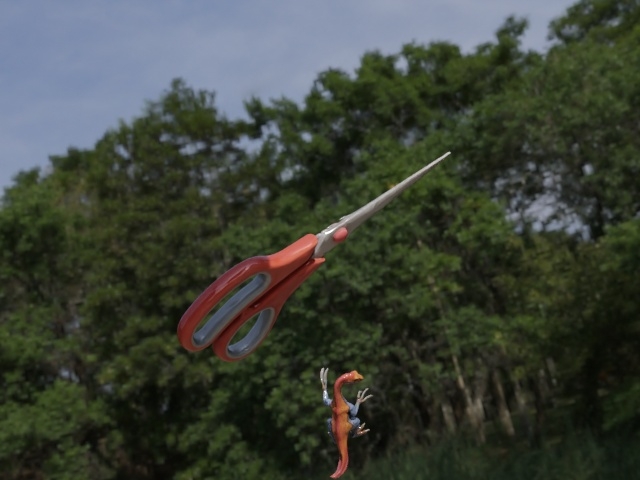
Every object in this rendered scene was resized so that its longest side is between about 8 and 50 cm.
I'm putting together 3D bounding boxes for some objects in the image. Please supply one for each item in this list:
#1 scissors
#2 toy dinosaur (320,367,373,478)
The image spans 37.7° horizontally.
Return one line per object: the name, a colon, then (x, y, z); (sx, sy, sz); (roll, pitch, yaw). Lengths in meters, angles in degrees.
scissors: (0.000, 0.000, 0.824); (0.297, 0.021, 0.109); (-42, -35, -4)
toy dinosaur: (0.025, 0.157, 0.850); (0.047, 0.090, 0.082); (-6, -35, 4)
